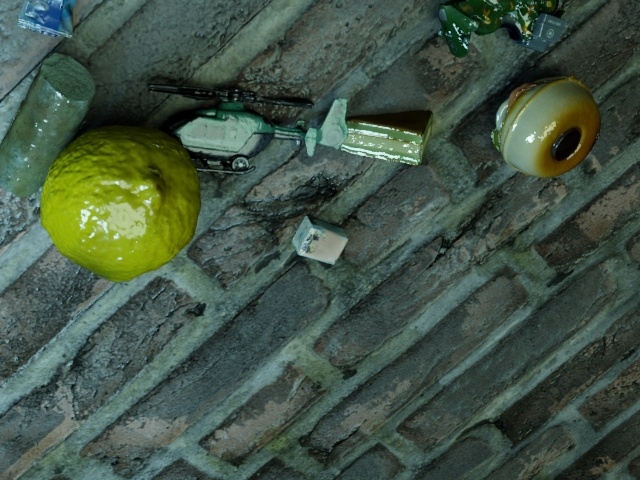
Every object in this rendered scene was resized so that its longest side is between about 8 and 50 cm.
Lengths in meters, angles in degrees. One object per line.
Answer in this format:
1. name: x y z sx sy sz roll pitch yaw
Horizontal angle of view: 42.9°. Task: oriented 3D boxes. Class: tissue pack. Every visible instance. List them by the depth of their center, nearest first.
1. tissue pack: 0.000 0.000 1.682 0.094 0.058 0.074 18 111 -29

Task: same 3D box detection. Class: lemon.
1. lemon: -0.338 -0.063 1.382 0.268 0.268 0.322 11 160 -26

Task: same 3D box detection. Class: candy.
1. candy: -0.425 -0.386 1.299 0.088 0.038 0.136 13 124 -23

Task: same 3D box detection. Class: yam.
1. yam: -0.465 -0.187 1.369 0.106 0.106 0.259 19 133 -29

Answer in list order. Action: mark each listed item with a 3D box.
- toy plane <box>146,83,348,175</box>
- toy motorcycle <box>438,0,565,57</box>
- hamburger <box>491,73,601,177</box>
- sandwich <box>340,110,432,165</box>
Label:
1. toy plane: -0.130 -0.202 1.489 0.382 0.106 0.155 4 107 -17
2. toy motorcycle: 0.328 -0.417 1.509 0.275 0.125 0.187 10 107 -26
3. hamburger: 0.465 -0.230 1.660 0.237 0.147 0.236 -18 134 -19
4. sandwich: 0.133 -0.216 1.624 0.163 0.113 0.079 11 123 14
